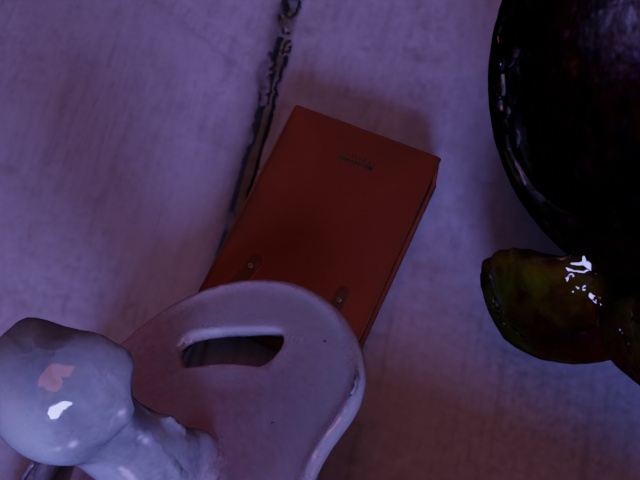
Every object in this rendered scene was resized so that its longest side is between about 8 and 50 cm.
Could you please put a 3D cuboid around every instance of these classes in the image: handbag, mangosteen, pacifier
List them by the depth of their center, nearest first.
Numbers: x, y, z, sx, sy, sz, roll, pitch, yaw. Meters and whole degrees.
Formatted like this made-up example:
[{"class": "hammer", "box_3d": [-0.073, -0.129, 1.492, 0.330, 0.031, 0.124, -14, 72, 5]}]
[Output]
[{"class": "pacifier", "box_3d": [-0.102, 0.150, 0.939, 0.220, 0.273, 0.332, 17, 59, 3]}, {"class": "mangosteen", "box_3d": [0.295, -0.079, 1.006, 0.381, 0.421, 0.381, 7, 26, -3]}, {"class": "handbag", "box_3d": [0.000, 0.000, 1.113, 0.127, 0.063, 0.190, 22, 65, 10]}]
